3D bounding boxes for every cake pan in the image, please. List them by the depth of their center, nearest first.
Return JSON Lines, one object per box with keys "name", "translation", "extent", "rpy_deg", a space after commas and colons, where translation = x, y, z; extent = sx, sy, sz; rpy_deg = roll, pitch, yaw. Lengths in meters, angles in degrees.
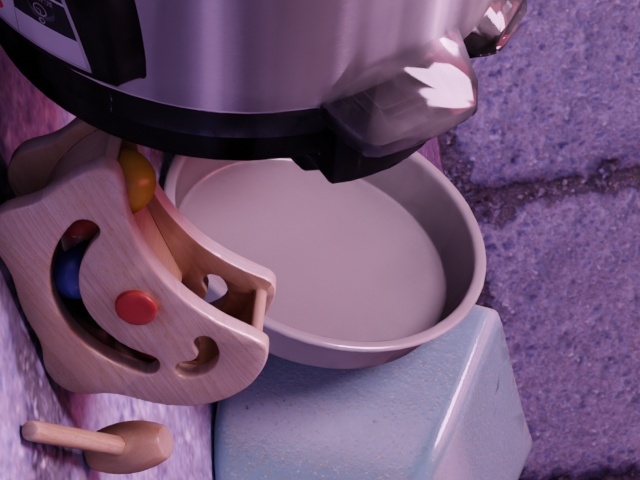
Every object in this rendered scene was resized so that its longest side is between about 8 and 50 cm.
{"name": "cake pan", "translation": [0.000, 0.000, 1.645], "extent": [0.293, 0.293, 0.054], "rpy_deg": [-86, -167, -46]}

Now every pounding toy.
{"name": "pounding toy", "translation": [-0.117, 0.056, 1.237], "extent": [0.155, 0.154, 0.269], "rpy_deg": [-85, 163, -50]}

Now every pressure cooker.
{"name": "pressure cooker", "translation": [-0.043, -0.253, 1.134], "extent": [0.420, 0.375, 0.370], "rpy_deg": [97, 6, -54]}

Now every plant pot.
{"name": "plant pot", "translation": [0.033, 0.217, 1.732], "extent": [0.247, 0.247, 0.252], "rpy_deg": [70, 34, -50]}
